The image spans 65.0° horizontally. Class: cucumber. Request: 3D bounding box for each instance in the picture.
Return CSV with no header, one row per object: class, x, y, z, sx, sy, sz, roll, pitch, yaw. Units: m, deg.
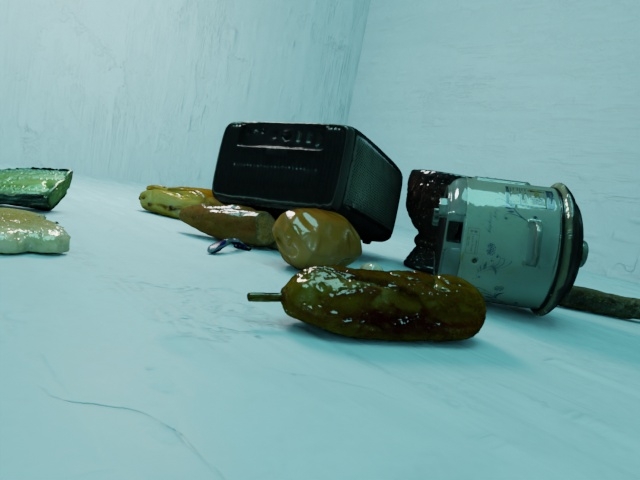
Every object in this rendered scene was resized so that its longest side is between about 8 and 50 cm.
cucumber,-0.667,-0.111,1.137,0.193,0.085,0.115,3,42,-33

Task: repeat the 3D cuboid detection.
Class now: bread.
bread,-0.514,-0.023,0.786,0.182,0.038,0.251,5,9,-45
bread,-0.412,-0.121,1.560,0.235,0.099,0.210,13,6,19
bread,0.073,0.078,0.661,0.344,0.083,0.124,7,7,-24

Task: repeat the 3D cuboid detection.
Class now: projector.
projector,-0.023,-0.146,1.364,0.396,0.241,0.405,10,-6,28

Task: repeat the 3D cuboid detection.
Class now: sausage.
sausage,-0.001,0.000,1.066,0.136,0.120,0.241,54,27,18

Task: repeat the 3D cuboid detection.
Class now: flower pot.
flower pot,0.346,-0.043,1.374,0.267,0.266,0.266,12,6,-1

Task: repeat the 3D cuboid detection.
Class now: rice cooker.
rice cooker,0.372,0.006,1.000,0.317,0.264,0.316,9,-6,1

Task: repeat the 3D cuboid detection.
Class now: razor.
razor,-0.198,0.010,1.072,0.044,0.028,0.155,13,6,17

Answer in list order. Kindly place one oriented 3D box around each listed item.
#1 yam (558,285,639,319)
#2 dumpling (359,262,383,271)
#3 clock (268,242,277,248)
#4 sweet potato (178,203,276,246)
yam,0.639,0.140,1.168,0.274,0.061,0.061,12,6,5
dumpling,0.108,0.070,0.998,0.060,0.043,0.077,26,-17,-26
clock,-0.077,0.004,1.342,0.235,0.029,0.235,10,8,-1
sweet potato,-0.224,-0.045,1.210,0.252,0.097,0.097,13,7,9
